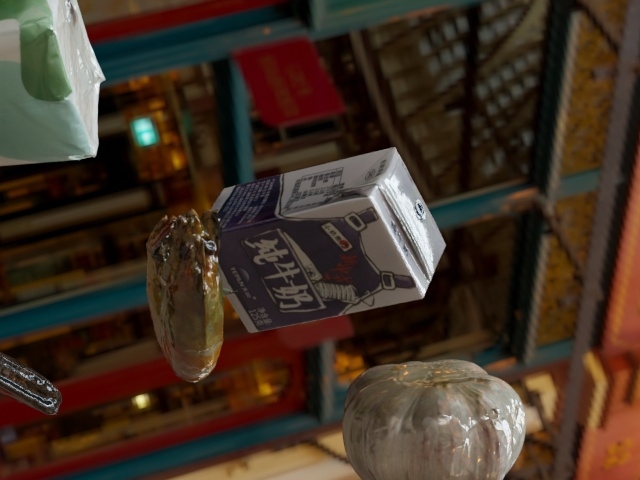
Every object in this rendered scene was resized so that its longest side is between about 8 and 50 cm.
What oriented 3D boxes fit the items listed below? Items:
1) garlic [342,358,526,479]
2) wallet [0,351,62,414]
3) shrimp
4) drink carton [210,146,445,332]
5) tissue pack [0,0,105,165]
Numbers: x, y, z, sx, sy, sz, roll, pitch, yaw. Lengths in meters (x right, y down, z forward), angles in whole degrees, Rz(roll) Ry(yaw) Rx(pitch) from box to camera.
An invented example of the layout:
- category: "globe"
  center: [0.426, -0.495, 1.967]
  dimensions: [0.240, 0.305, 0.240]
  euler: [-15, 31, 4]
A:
- category: "garlic"
  center: [0.127, 0.246, 1.647]
  dimensions: [0.218, 0.218, 0.212]
  euler: [-137, -137, -68]
- category: "wallet"
  center: [-0.389, 0.081, 1.424]
  dimensions: [0.309, 0.042, 0.165]
  euler: [19, -18, 41]
- category: "shrimp"
  center: [-0.125, 0.038, 1.376]
  dimensions: [0.150, 0.068, 0.249]
  euler: [64, -25, 20]
- category: "drink carton"
  center: [0.001, 0.001, 1.540]
  dimensions: [0.134, 0.222, 0.102]
  euler: [62, 33, -25]
- category: "tissue pack"
  center: [-0.499, -0.236, 2.061]
  dimensions: [0.266, 0.356, 0.194]
  euler: [81, 5, -50]
